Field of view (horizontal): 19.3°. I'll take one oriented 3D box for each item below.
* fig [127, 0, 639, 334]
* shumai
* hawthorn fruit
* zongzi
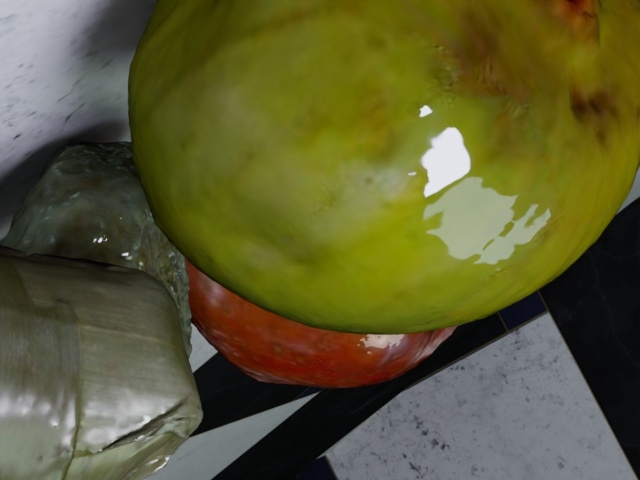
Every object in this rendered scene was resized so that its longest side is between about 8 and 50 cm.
[{"bbox_3d":[0.033,-0.086,1.221,0.343,0.343,0.343,-33,168,-8],"label":"fig"},{"bbox_3d":[-0.211,0.045,1.414,0.221,0.261,0.225,2,168,10],"label":"shumai"},{"bbox_3d":[0.000,0.000,1.641,0.284,0.284,0.284,-33,168,-8],"label":"hawthorn fruit"},{"bbox_3d":[-0.323,0.131,1.224,0.356,0.174,0.393,18,138,-31],"label":"zongzi"}]
